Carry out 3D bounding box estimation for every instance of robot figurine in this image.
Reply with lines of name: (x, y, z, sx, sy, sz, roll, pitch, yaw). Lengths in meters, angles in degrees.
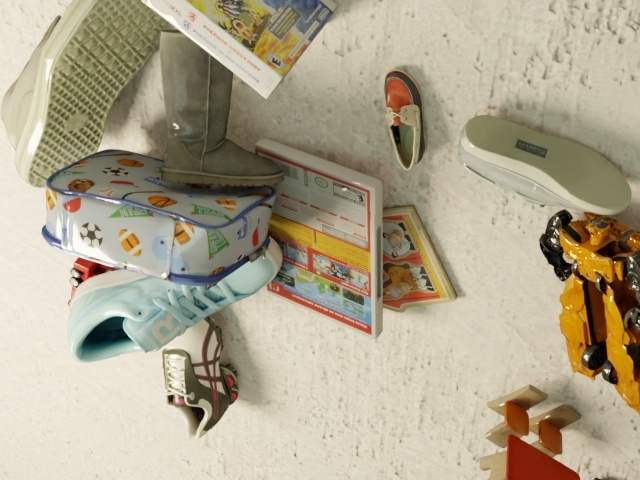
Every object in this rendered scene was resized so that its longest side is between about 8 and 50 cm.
robot figurine: (0.383, 0.084, 1.595, 0.211, 0.085, 0.291, 36, 148, 47)

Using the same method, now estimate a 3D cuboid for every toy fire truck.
toy fire truck: (-0.339, 0.074, 1.981, 0.135, 0.047, 0.192, 25, 139, 6)

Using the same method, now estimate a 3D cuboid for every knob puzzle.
knob puzzle: (0.080, 0.036, 1.781, 0.213, 0.030, 0.213, 15, 133, 16)

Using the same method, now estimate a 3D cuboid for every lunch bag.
lunch bag: (-0.216, -0.037, 1.705, 0.304, 0.243, 0.114, 16, 112, 18)

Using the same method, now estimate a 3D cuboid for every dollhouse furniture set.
dollhouse furniture set: (0.360, 0.367, 1.762, 0.259, 0.262, 0.135, 32, 136, -26)

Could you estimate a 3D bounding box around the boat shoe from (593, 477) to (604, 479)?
boat shoe: (0.428, 0.423, 1.916, 0.042, 0.049, 0.133, 25, 132, 14)

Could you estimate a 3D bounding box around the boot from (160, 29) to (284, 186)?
boot: (-0.132, -0.179, 1.653, 0.076, 0.190, 0.208, -164, 77, -66)

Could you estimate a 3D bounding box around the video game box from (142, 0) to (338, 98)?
video game box: (-0.091, -0.288, 1.474, 0.187, 0.205, 0.048, 36, 131, -5)

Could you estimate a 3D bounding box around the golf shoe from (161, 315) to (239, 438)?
golf shoe: (-0.214, 0.207, 2.002, 0.105, 0.120, 0.272, 0, 132, 28)

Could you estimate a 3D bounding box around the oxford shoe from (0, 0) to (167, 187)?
oxford shoe: (-0.339, -0.251, 1.684, 0.130, 0.169, 0.449, 61, 138, 22)

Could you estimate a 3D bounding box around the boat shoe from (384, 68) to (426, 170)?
boat shoe: (0.108, -0.158, 1.593, 0.049, 0.043, 0.137, 4, 128, 27)

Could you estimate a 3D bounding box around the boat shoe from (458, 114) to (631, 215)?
boat shoe: (0.282, -0.086, 1.550, 0.228, 0.079, 0.081, 24, 152, 7)

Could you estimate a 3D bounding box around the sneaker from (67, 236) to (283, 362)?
sneaker: (-0.221, 0.104, 1.830, 0.366, 0.150, 0.135, -22, 130, 22)

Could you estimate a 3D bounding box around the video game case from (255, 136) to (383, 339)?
video game case: (0.000, 0.000, 1.767, 0.204, 0.025, 0.285, 22, 135, 27)

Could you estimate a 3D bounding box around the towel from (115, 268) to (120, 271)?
towel: (-0.302, -0.004, 1.944, 0.209, 0.034, 0.285, -5, 124, 32)
